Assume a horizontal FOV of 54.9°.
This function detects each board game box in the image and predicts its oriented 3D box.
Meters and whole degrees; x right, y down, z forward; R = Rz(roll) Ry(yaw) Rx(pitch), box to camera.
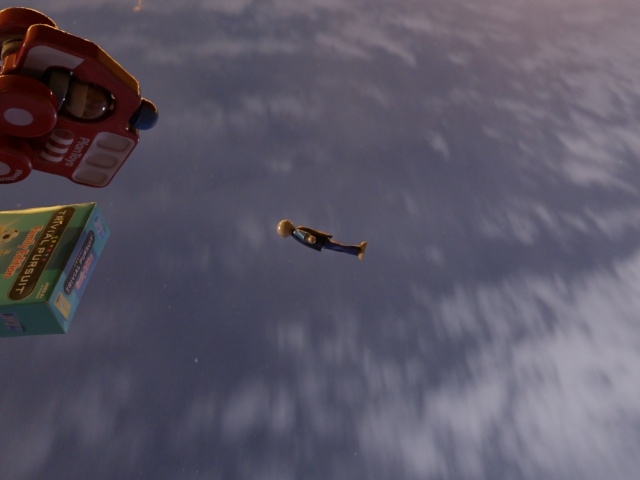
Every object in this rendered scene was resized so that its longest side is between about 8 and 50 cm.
[{"bbox_3d":[-0.570,0.052,1.064,0.335,0.079,0.254,-5,-140,6],"label":"board game box"}]

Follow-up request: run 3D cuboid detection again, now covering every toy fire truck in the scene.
[{"bbox_3d":[-0.403,-0.200,0.973,0.253,0.302,0.170,12,-126,-37],"label":"toy fire truck"}]

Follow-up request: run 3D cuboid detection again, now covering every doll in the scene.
[{"bbox_3d":[0.000,0.000,1.275,0.188,0.046,0.129,15,178,4],"label":"doll"}]
